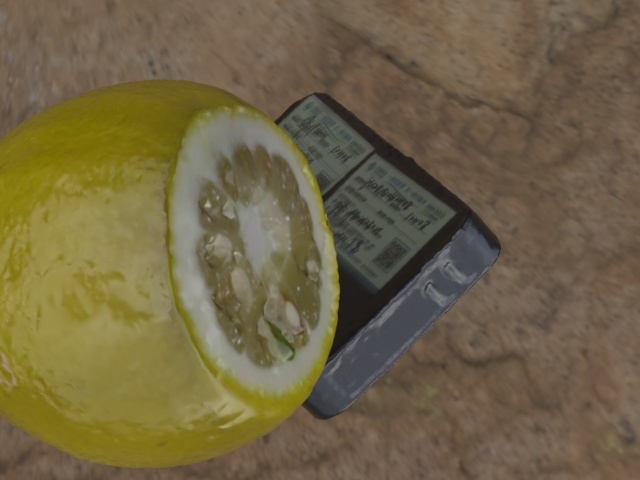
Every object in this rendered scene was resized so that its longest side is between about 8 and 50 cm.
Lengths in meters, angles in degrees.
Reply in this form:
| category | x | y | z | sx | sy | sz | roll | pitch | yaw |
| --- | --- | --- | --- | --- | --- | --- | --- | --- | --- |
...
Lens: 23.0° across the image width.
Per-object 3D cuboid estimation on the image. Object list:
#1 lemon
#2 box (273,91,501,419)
| category | x | y | z | sx | sy | sz | roll | pitch | yaw |
| --- | --- | --- | --- | --- | --- | --- | --- | --- | --- |
| lemon | -0.123 | 0.024 | 0.968 | 0.219 | 0.240 | 0.240 | -10 | 108 | 29 |
| box | 0.000 | 0.000 | 1.371 | 0.211 | 0.350 | 0.058 | -43 | 122 | 0 |
